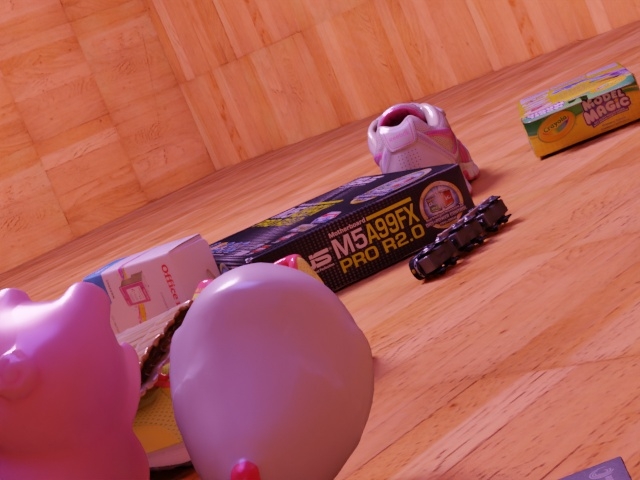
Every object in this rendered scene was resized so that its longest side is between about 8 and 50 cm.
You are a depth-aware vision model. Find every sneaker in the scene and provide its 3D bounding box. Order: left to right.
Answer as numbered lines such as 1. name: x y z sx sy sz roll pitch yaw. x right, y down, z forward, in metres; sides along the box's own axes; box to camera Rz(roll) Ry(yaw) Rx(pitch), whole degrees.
1. sneaker: -0.070 0.075 0.926 0.208 0.094 0.081 -30 11 -36
2. sneaker: 0.109 -0.099 1.603 0.103 0.111 0.252 -22 7 5

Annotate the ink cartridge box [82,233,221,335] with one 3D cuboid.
1. ink cartridge box: -0.147 0.054 1.355 0.122 0.088 0.052 -17 9 39

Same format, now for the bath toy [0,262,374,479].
1. bath toy: -0.144 0.103 0.708 0.348 0.151 0.129 -8 46 14

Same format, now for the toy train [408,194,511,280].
1. toy train: 0.114 -0.002 1.212 0.036 0.027 0.158 -31 1 36

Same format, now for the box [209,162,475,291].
1. box: 0.000 0.000 1.412 0.216 0.060 0.270 -25 7 -16

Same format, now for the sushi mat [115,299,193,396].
1. sushi mat: -0.188 0.122 0.942 0.316 0.019 0.151 -24 27 54

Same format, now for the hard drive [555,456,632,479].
1. hard drive: 0.049 0.119 0.505 0.135 0.022 0.094 -22 7 7

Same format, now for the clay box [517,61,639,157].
1. clay box: 0.284 -0.143 1.620 0.127 0.053 0.222 -22 8 11
